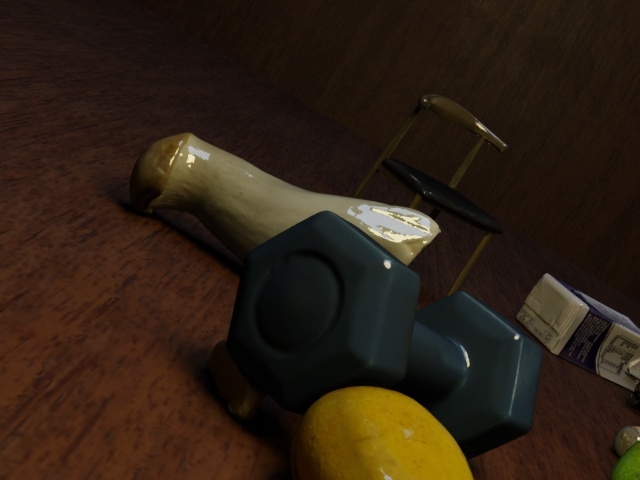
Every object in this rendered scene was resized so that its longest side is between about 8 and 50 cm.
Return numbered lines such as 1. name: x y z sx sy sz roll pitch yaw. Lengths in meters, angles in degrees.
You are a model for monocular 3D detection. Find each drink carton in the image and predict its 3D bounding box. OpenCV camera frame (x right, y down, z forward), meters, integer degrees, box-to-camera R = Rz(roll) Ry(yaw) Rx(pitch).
1. drink carton: 0.469 0.161 1.934 0.222 0.102 0.134 25 10 -26

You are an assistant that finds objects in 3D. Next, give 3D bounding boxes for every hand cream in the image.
1. hand cream: 0.459 0.271 1.487 0.203 0.084 0.084 14 20 -42

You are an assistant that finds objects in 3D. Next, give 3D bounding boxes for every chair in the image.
1. chair: 0.168 -0.065 1.678 0.188 0.272 0.166 23 13 -34

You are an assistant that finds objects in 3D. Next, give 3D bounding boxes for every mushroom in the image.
1. mushroom: -0.047 -0.024 1.235 0.328 0.159 0.122 27 7 2

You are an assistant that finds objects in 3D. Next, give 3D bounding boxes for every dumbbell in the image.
1. dumbbell: 0.066 0.093 0.960 0.160 0.144 0.325 38 7 38

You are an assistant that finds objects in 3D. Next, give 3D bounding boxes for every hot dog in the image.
1. hot dog: -0.062 0.114 0.896 0.034 0.030 0.090 26 13 -31

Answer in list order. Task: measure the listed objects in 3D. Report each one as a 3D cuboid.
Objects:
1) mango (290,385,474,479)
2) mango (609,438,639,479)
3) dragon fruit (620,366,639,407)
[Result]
1. mango: 0.044 0.173 0.756 0.137 0.098 0.195 31 18 -12
2. mango: 0.428 0.258 1.149 0.381 0.201 0.225 7 46 -41
3. dragon fruit: 0.625 0.224 1.788 0.293 0.234 0.234 10 15 -10
